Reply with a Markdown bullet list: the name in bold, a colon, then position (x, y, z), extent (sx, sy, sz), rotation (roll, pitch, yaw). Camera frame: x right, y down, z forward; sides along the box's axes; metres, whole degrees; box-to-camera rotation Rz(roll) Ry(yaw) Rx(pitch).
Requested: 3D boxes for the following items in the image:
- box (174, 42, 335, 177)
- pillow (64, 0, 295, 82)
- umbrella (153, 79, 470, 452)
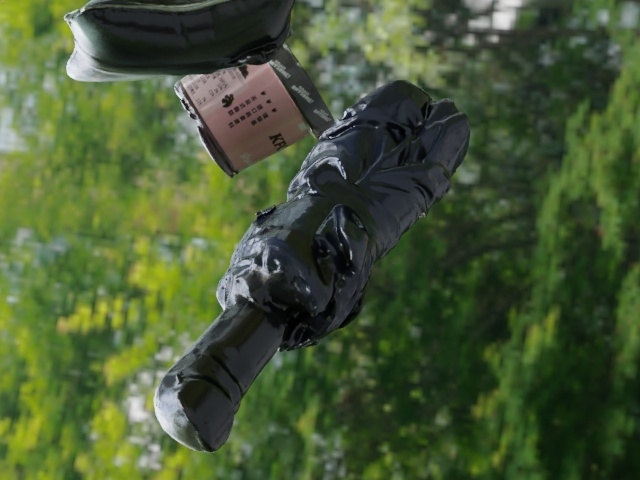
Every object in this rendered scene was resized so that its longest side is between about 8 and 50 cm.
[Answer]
- **box**: position (-0.076, -0.152, 1.676), extent (0.151, 0.135, 0.151), rotation (58, 180, 0)
- **pillow**: position (-0.076, -0.120, 0.864), extent (0.091, 0.136, 0.055), rotation (-144, 47, -74)
- **umbrella**: position (-0.006, 0.001, 0.641), extent (0.248, 0.071, 0.071), rotation (-46, -41, -47)
